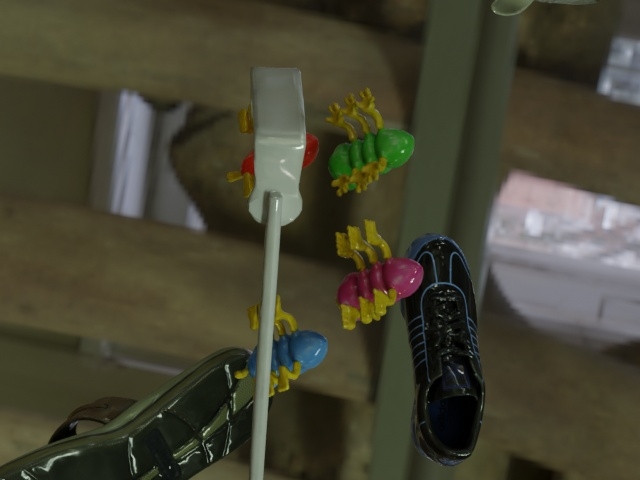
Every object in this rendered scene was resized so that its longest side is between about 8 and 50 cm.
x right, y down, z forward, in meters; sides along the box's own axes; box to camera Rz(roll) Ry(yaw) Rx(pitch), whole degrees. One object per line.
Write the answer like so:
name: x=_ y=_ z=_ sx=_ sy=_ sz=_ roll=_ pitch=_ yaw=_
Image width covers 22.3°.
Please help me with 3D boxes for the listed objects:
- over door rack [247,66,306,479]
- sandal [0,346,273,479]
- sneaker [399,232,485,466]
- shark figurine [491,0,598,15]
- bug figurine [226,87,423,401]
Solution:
over door rack: x=-0.130 y=0.094 z=0.677 sx=0.108 sy=0.239 sz=0.324 roll=-108 pitch=-161 yaw=-68
sandal: x=-0.182 y=0.191 z=1.496 sx=0.086 sy=0.302 sz=0.120 roll=33 pitch=-37 yaw=50
sneaker: x=0.127 y=0.107 z=1.606 sx=0.090 sy=0.081 sz=0.232 roll=167 pitch=-80 yaw=-78
shark figurine: x=0.120 y=-0.283 z=1.373 sx=0.166 sy=0.278 sz=0.116 roll=-45 pitch=-165 yaw=-33
bug figurine: x=0.000 y=0.000 z=1.421 sx=0.072 sy=0.216 sz=0.279 roll=18 pitch=62 yaw=-43
